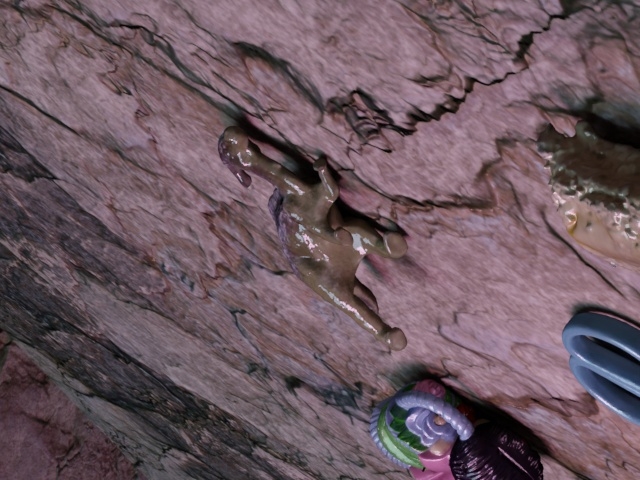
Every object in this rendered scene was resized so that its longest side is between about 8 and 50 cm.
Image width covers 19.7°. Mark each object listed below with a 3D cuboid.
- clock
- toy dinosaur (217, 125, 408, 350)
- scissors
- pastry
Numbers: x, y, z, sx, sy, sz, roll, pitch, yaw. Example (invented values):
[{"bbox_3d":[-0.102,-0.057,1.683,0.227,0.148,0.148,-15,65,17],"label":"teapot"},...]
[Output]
[{"bbox_3d":[0.161,0.244,2.171,0.194,0.100,0.195,40,161,-10],"label":"clock"},{"bbox_3d":[0.005,-0.006,1.847,0.162,0.077,0.294,19,143,53],"label":"toy dinosaur"},{"bbox_3d":[0.417,0.194,1.665,0.447,0.029,0.192,28,162,23],"label":"scissors"},{"bbox_3d":[0.270,-0.014,1.300,0.121,0.089,0.258,33,171,-39],"label":"pastry"}]
